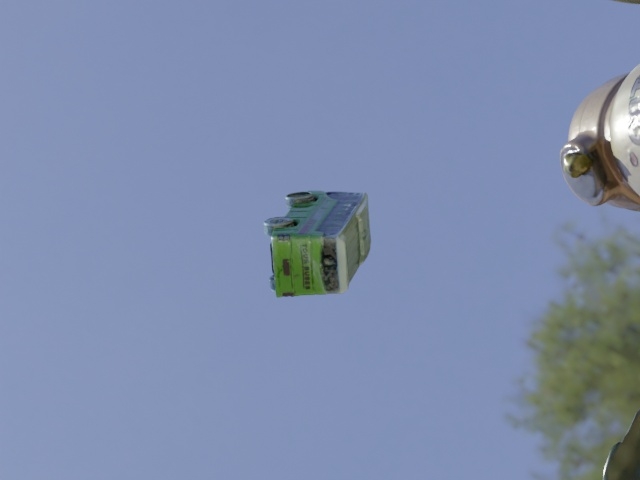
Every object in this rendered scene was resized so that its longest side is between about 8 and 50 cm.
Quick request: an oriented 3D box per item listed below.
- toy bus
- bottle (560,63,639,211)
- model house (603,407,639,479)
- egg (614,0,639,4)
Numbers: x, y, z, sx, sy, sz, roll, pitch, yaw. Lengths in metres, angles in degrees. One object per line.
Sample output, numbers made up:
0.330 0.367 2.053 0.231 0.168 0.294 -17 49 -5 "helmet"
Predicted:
0.000 0.000 0.804 0.083 0.037 0.031 -54 -40 -72 "toy bus"
0.210 -0.060 1.057 0.110 0.209 0.097 -27 -84 -25 "bottle"
0.317 0.137 0.767 0.266 0.321 0.261 36 -105 -41 "model house"
0.130 -0.217 0.853 0.186 0.186 0.242 -42 -65 -22 "egg"
